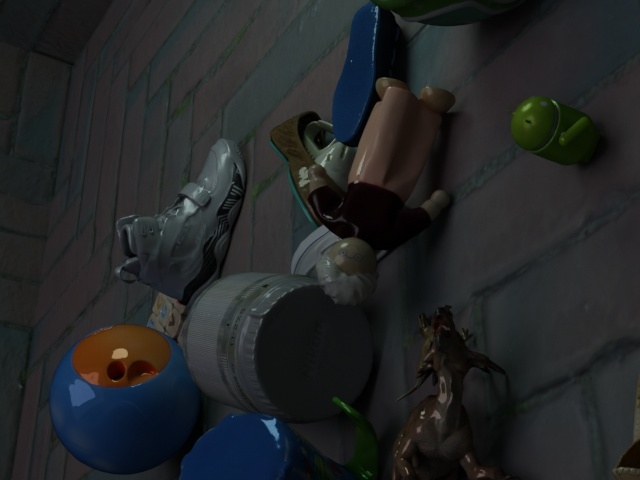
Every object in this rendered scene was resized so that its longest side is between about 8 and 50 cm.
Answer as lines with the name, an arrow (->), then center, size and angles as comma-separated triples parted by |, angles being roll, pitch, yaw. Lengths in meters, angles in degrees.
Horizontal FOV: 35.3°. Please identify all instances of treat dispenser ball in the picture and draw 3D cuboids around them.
treat dispenser ball -> -0.376, 0.304, 1.938 | 0.288, 0.288, 0.288 | -39, 43, 47

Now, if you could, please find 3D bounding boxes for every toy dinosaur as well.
toy dinosaur -> 0.149, 0.144, 1.305 | 0.093, 0.053, 0.183 | -54, 7, 30
toy dinosaur -> 0.141, 0.230, 1.224 | 0.296, 0.127, 0.200 | 119, 160, -46

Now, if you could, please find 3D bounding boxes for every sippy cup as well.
sippy cup -> -0.066, 0.349, 1.317 | 0.240, 0.224, 0.305 | -8, 44, 27

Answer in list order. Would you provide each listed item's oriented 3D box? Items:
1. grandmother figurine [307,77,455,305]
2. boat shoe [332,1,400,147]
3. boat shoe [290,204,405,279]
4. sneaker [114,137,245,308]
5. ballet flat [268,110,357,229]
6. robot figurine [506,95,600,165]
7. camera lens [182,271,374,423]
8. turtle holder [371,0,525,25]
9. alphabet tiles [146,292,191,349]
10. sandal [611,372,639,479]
grandmother figurine -> 0.074, -0.066, 1.428 | 0.207, 0.104, 0.342 | 10, 68, 24
boat shoe -> 0.092, -0.266, 1.631 | 0.109, 0.089, 0.258 | -1, 68, 48
boat shoe -> 0.037, 0.019, 1.552 | 0.258, 0.095, 0.084 | -48, 33, 40
sneaker -> -0.291, -0.056, 2.074 | 0.137, 0.210, 0.366 | 3, 77, 61
ballet flat -> 0.003, -0.132, 1.714 | 0.124, 0.116, 0.342 | -44, 31, 12
robot figurine -> 0.273, -0.129, 1.178 | 0.067, 0.115, 0.101 | -68, 27, 11
camera lens -> -0.071, 0.159, 1.536 | 0.274, 0.219, 0.219 | -1, 74, 61
turtle holder -> 0.199, -0.419, 1.362 | 0.320, 0.227, 0.243 | -32, 47, 51
alphabet tiles -> -0.348, 0.225, 2.224 | 0.278, 0.021, 0.284 | 33, 105, 62
sandal -> 0.308, 0.212, 0.957 | 0.088, 0.079, 0.240 | -21, 57, 57
